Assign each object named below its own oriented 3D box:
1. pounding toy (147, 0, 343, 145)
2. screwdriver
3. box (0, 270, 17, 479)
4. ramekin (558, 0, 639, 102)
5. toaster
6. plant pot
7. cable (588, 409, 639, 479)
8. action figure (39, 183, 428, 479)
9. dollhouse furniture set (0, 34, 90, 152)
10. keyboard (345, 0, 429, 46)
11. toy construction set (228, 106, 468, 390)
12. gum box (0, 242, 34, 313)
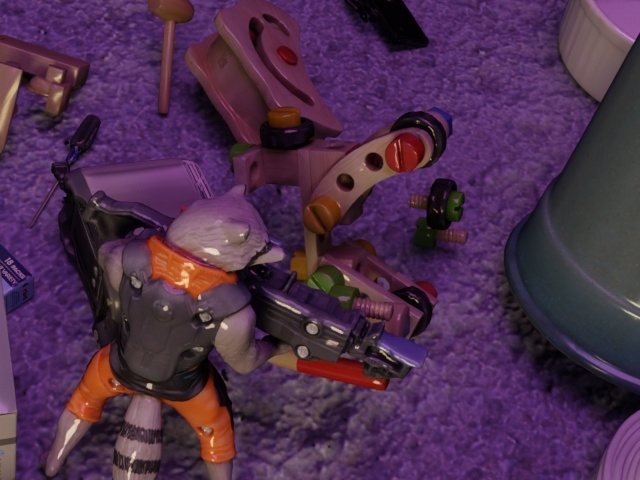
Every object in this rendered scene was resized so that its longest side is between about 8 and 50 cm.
[{"bbox_3d":[-0.098,-0.193,1.433,0.154,0.155,0.269,-10,62,-54],"label":"pounding toy"},{"bbox_3d":[-0.293,-0.078,1.336,0.024,0.025,0.170,21,61,2],"label":"screwdriver"},{"bbox_3d":[-0.300,0.138,1.060,0.038,0.186,0.145,-4,55,-19],"label":"box"},{"bbox_3d":[0.461,-0.288,1.596,0.277,0.135,0.277,7,52,-9],"label":"ramekin"},{"bbox_3d":[-0.184,0.003,1.229,0.147,0.129,0.227,-11,59,-25],"label":"toaster"},{"bbox_3d":[0.412,-0.060,1.244,0.341,0.334,0.341,10,39,-8],"label":"plant pot"},{"bbox_3d":[0.391,0.289,1.177,0.257,0.089,0.257,8,52,-6],"label":"cable"},{"bbox_3d":[-0.091,0.112,1.036,0.341,0.330,0.178,19,27,8],"label":"action figure"},{"bbox_3d":[-0.371,-0.162,1.370,0.144,0.123,0.151,18,17,0],"label":"dollhouse furniture set"},{"bbox_3d":[0.068,-0.331,1.607,0.100,0.038,0.192,1,49,-42],"label":"keyboard"},{"bbox_3d":[0.000,0.000,1.222,0.237,0.257,0.308,10,49,18],"label":"toy construction set"},{"bbox_3d":[-0.416,0.045,1.195,0.157,0.041,0.184,42,55,18],"label":"gum box"}]
